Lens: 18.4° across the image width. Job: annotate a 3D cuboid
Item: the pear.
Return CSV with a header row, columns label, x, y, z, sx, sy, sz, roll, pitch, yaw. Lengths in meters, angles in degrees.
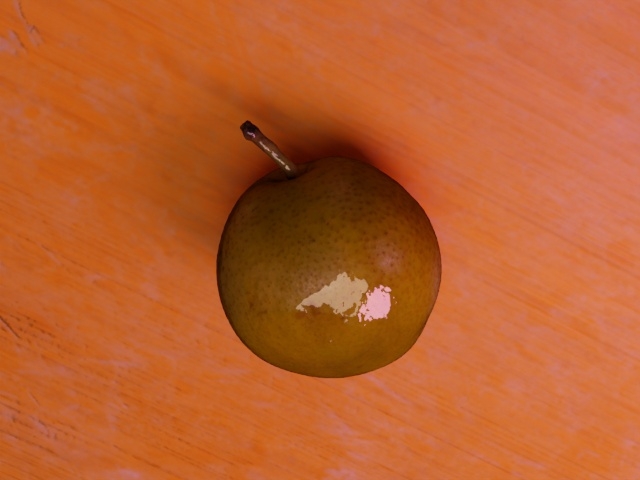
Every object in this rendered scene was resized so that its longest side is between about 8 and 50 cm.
label,x,y,z,sx,sy,sz,roll,pitch,yaw
pear,0.000,0.000,1.543,0.180,0.166,0.216,-13,101,28
